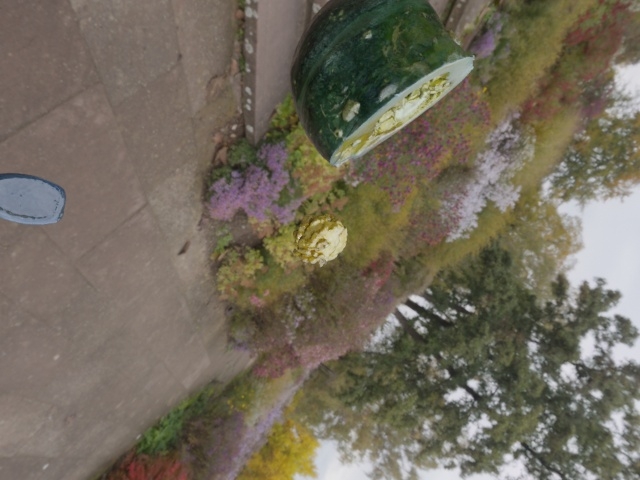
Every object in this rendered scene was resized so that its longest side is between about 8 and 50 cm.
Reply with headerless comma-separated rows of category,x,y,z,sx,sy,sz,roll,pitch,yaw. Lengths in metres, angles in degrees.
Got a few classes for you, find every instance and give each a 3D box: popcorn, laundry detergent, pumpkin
popcorn,0.000,0.000,0.603,0.082,0.057,0.083,-31,137,-39
laundry detergent,-0.642,-0.085,0.892,0.143,0.289,0.094,5,89,-46
pumpkin,0.071,-0.266,0.676,0.263,0.197,0.293,-38,176,24
